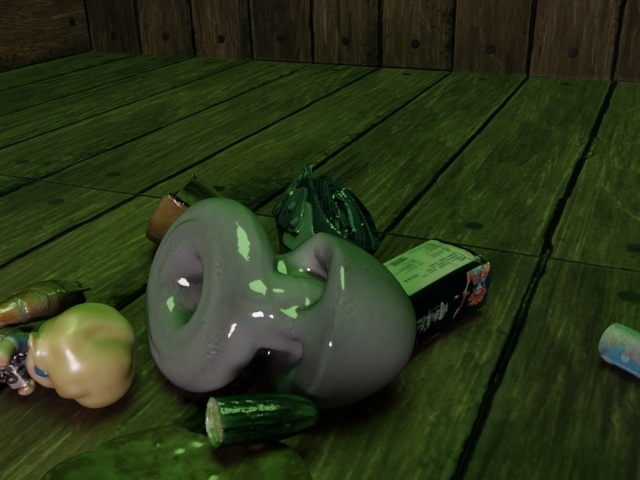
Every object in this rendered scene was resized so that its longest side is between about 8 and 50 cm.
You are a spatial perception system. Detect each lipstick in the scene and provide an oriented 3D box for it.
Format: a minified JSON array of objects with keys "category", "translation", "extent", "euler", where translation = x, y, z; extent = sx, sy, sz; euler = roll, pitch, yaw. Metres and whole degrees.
[{"category":"lipstick","translation":[0.374,0.139,0.766],"extent":[0.048,0.048,0.158],"euler":[-16,28,-30]}]

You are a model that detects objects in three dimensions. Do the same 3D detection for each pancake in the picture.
[{"category":"pancake","translation":[-0.124,0.220,0.615],"extent":[0.236,0.042,0.222],"euler":[1,16,-6]}]

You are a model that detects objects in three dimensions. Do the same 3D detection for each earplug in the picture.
[{"category":"earplug","translation":[-0.059,0.073,0.785],"extent":[0.325,0.214,0.175],"euler":[13,0,22]}]

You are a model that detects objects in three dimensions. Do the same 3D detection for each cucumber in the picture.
[{"category":"cucumber","translation":[-0.051,0.162,0.668],"extent":[0.105,0.048,0.048],"euler":[-3,24,-16]}]

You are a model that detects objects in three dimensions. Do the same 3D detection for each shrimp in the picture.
[{"category":"shrimp","translation":[-0.359,0.085,0.891],"extent":[0.126,0.047,0.223],"euler":[-23,0,7]}]

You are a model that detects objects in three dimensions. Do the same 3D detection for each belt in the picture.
[{"category":"belt","translation":[0.000,0.000,1.027],"extent":[0.122,0.128,0.218],"euler":[31,18,-20]}]

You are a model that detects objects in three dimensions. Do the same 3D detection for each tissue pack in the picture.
[{"category":"tissue pack","translation":[0.123,0.065,0.897],"extent":[0.170,0.090,0.103],"euler":[-24,32,-37]}]

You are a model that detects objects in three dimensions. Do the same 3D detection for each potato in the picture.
[{"category":"potato","translation":[-0.202,-0.022,1.151],"extent":[0.120,0.100,0.261],"euler":[37,7,-7]}]

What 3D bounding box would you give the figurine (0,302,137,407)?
[{"category":"figurine","translation":[-0.293,0.126,0.773],"extent":[0.196,0.114,0.108],"euler":[-7,33,9]}]
